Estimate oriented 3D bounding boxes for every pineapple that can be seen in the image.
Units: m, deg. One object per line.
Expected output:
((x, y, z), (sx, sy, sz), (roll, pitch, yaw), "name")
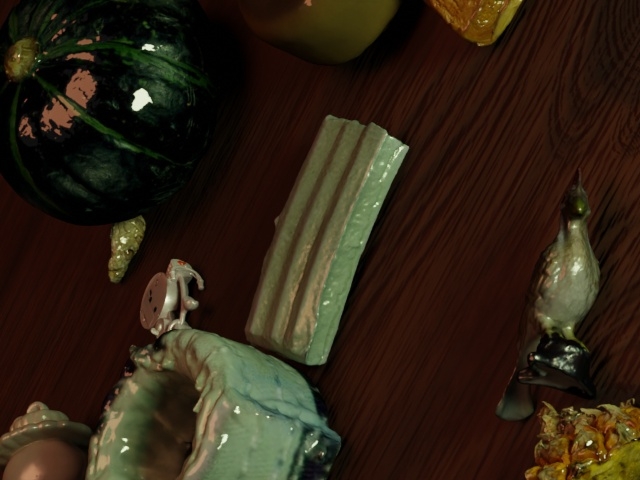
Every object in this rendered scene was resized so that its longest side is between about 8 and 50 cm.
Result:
((0.192, 0.151, 1.097), (0.114, 0.077, 0.114), (-31, 26, -3), "pineapple")

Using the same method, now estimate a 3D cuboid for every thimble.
((-0.101, 0.196, 1.393), (0.237, 0.150, 0.237), (-33, 45, 41), "thimble")

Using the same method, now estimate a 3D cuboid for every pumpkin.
((-0.256, -0.169, 1.714), (0.315, 0.238, 0.315), (-22, 55, 34), "pumpkin")

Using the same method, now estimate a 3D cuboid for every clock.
((-0.158, 0.080, 1.632), (0.087, 0.041, 0.129), (-56, 32, 26), "clock")

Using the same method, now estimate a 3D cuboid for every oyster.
((-0.223, 0.004, 1.787), (0.081, 0.038, 0.083), (-82, -3, -62), "oyster")

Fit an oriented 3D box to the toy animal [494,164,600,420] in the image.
((0.178, 0.039, 1.157), (0.105, 0.070, 0.202), (168, 113, -73), "toy animal")

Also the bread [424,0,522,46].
((0.131, -0.227, 1.370), (0.074, 0.053, 0.132), (-62, 34, 19), "bread")

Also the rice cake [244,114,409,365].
((0.000, 0.000, 1.448), (0.127, 0.043, 0.237), (19, 89, 58), "rice cake")

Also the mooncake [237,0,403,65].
((0.009, -0.289, 1.514), (0.235, 0.117, 0.235), (-34, 46, 44), "mooncake")

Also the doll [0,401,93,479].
((-0.291, 0.305, 1.651), (0.138, 0.119, 0.293), (-36, 51, 29), "doll")
